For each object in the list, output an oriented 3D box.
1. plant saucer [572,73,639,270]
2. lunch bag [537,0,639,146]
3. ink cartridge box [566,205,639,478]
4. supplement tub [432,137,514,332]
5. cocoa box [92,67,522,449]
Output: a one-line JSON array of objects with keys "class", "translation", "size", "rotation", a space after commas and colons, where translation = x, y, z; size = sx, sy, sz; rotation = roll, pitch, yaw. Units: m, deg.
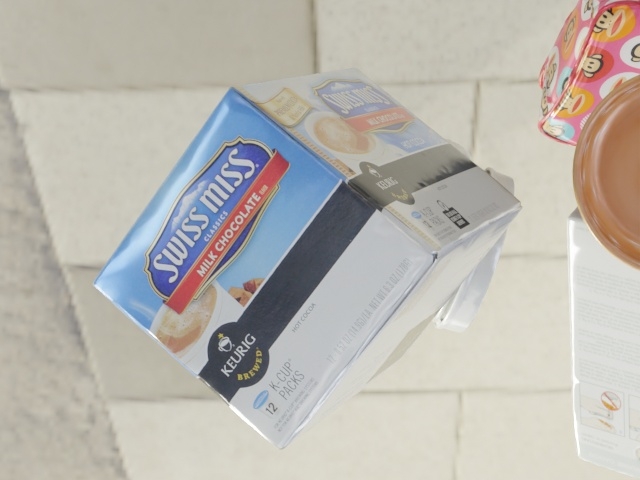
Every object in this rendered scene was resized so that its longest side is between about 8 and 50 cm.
[{"class": "plant saucer", "translation": [0.338, -0.066, 1.562], "size": [0.200, 0.200, 0.037], "rotation": [1, -174, 0]}, {"class": "lunch bag", "translation": [0.422, -0.212, 2.010], "size": [0.258, 0.120, 0.293], "rotation": [14, 145, -7]}, {"class": "ink cartridge box", "translation": [0.469, 0.145, 2.067], "size": [0.308, 0.091, 0.385], "rotation": [15, 127, 33]}, {"class": "supplement tub", "translation": [0.044, -0.031, 1.894], "size": [0.316, 0.228, 0.228], "rotation": [18, 143, -4]}, {"class": "cocoa box", "translation": [0.000, 0.000, 1.511], "size": [0.228, 0.347, 0.231], "rotation": [41, 109, 9]}]
